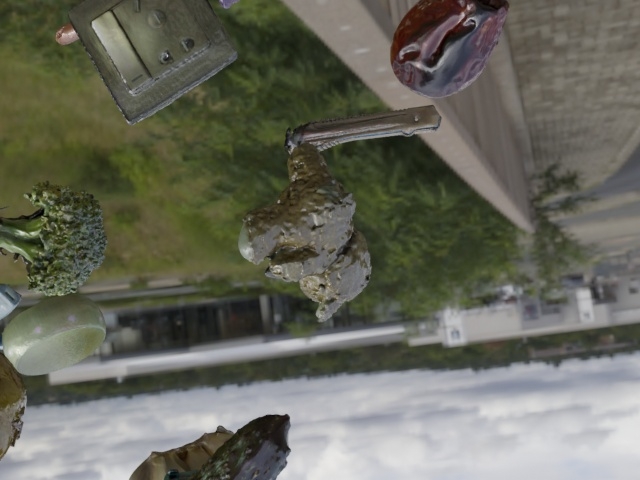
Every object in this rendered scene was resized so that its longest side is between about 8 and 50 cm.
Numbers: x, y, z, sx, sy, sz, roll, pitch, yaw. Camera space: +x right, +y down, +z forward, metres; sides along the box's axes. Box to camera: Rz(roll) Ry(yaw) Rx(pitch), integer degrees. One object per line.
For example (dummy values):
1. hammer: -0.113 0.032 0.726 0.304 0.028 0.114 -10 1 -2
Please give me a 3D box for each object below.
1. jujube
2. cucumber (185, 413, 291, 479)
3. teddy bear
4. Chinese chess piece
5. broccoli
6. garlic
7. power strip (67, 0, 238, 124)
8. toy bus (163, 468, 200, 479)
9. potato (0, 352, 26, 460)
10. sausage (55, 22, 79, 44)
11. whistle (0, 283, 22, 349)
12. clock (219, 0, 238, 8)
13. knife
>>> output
1. jujube: 0.222 -0.350 1.676 0.168 0.168 0.236 -4 155 -33
2. cucumber: -0.165 0.369 1.308 0.359 0.096 0.096 -43 172 0
3. teddy bear: 0.000 0.000 1.634 0.156 0.267 0.256 9 139 27
4. Chinese chess piece: -0.376 0.133 1.381 0.144 0.058 0.144 -26 158 -11
5. broccoli: -0.564 -0.011 2.012 0.273 0.243 0.180 13 171 -23
6. garlic: -0.272 0.529 2.031 0.281 0.203 0.185 -9 149 -45
7. power strip: -0.316 -0.387 1.861 0.251 0.257 0.092 -30 179 1
8. toy bus: -0.235 0.520 1.755 0.147 0.128 0.256 -2 -163 0
9. potato: -0.373 0.178 0.959 0.176 0.137 0.137 -48 -171 -20
10. sausage: -0.488 -0.448 2.025 0.186 0.043 0.043 -17 170 34
11. whistle: -0.677 0.143 1.878 0.269 0.180 0.093 -23 -156 34
12. clock: -0.183 -0.513 1.821 0.050 0.153 0.110 14 -136 16
13. knife: 0.095 -0.246 2.211 0.365 0.089 0.043 -8 172 14
